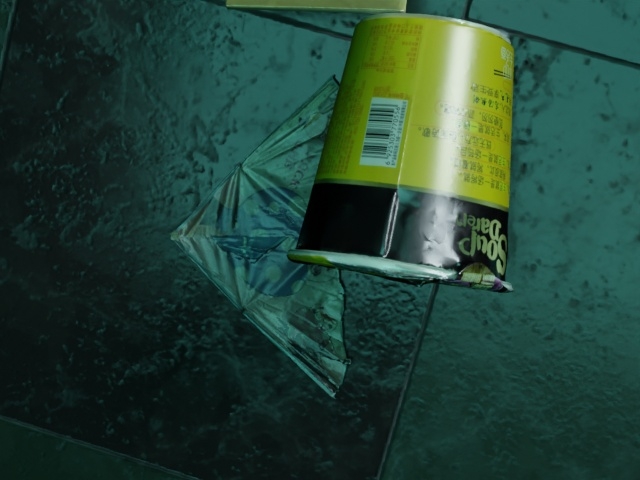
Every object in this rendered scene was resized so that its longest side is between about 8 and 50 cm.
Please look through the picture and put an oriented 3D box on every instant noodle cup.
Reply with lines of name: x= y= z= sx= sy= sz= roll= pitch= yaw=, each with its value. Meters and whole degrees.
instant noodle cup: x=0.087 y=-0.076 z=1.087 sx=0.215 sy=0.215 sz=0.236 roll=8 pitch=89 yaw=8

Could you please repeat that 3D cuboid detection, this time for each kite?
kite: x=0.000 y=0.000 z=1.211 sx=0.314 sy=0.011 sz=0.335 roll=0 pitch=100 yaw=8

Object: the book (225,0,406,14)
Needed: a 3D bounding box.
book: x=0.006 y=-0.296 z=1.109 sx=0.168 sy=0.013 sz=0.192 roll=4 pitch=69 yaw=9
